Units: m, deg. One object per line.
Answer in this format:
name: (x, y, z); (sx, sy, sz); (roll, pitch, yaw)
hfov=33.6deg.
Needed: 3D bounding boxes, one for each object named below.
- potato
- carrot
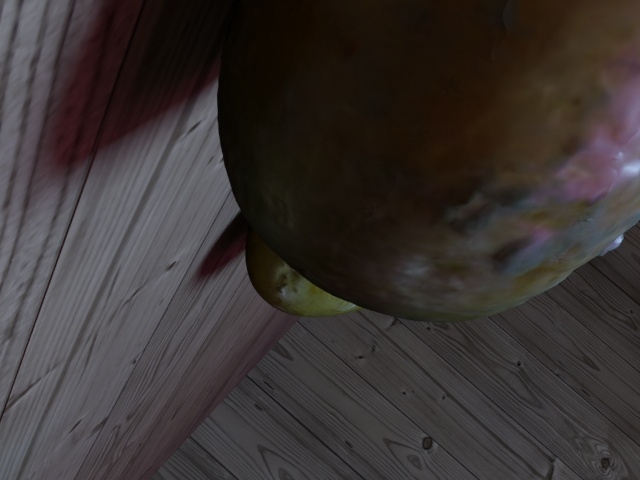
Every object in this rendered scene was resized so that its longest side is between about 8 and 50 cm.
potato: (0.000, 0.000, 1.042); (0.158, 0.178, 0.203); (-24, -176, -42)
carrot: (0.090, -0.126, 0.470); (0.224, 0.224, 0.341); (-43, 165, -51)
